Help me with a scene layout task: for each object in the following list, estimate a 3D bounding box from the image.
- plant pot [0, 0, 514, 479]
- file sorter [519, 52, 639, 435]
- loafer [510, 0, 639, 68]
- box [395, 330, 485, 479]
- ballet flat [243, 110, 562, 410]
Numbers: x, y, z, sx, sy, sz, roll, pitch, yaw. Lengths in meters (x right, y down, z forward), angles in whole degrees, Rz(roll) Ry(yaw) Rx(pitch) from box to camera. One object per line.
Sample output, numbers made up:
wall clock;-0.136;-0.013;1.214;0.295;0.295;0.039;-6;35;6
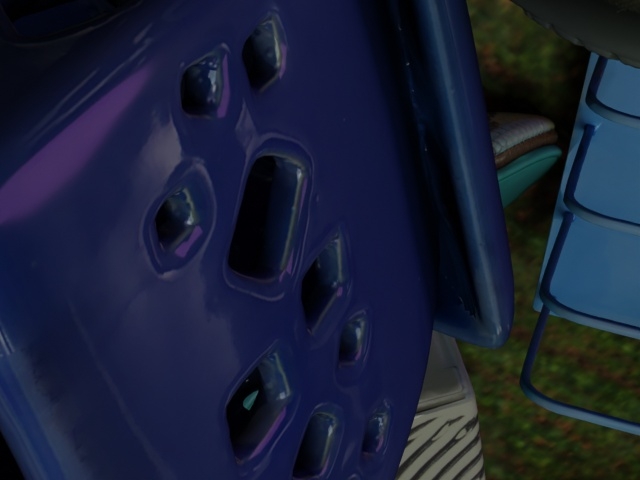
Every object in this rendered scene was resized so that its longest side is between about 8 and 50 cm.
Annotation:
plant pot;-0.077;-0.020;0.504;0.212;0.236;0.236;-46;140;-29
file sorter;0.148;-0.017;0.628;0.118;0.104;0.170;14;116;10
loafer;0.091;-0.109;0.503;0.094;0.251;0.087;-2;114;-41
box;0.025;0.136;0.773;0.094;0.113;0.275;-15;134;-4
ballet flat;0.000;0.000;0.655;0.221;0.079;0.077;-40;166;-22
